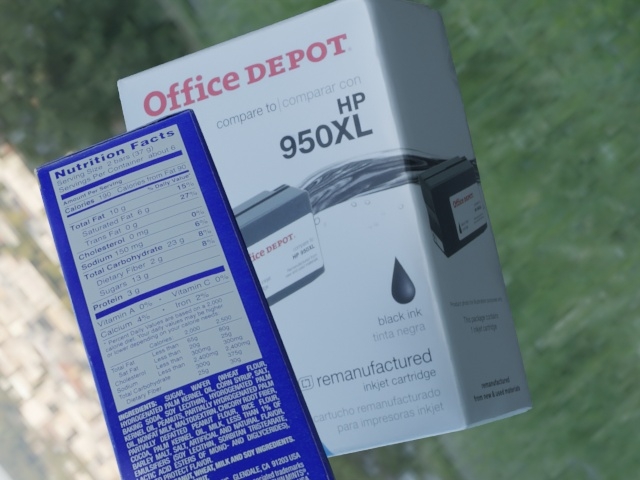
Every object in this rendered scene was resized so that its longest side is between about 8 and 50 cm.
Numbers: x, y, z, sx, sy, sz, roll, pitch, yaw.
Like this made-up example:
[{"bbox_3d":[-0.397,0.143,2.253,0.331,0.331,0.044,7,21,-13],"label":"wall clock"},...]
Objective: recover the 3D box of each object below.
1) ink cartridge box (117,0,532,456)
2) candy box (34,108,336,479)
[{"bbox_3d":[0.000,0.000,1.512,0.166,0.285,0.395,-1,-103,-62],"label":"ink cartridge box"},{"bbox_3d":[-0.068,0.123,1.035,0.268,0.122,0.317,77,173,-50],"label":"candy box"}]
